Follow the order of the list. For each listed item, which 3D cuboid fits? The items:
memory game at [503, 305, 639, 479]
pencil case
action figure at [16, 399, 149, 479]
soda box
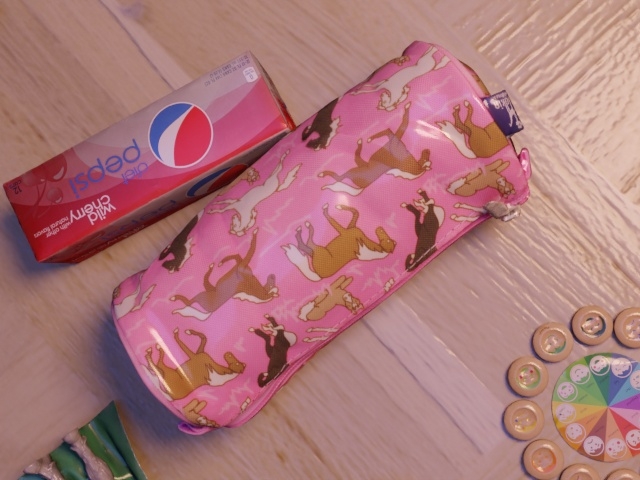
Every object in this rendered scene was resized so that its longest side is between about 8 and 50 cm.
[{"bbox_3d":[0.258,0.150,0.779,0.186,0.012,0.186,-1,86,8],"label":"memory game"},{"bbox_3d":[0.000,0.000,0.757,0.386,0.160,0.167,-38,37,4],"label":"pencil case"},{"bbox_3d":[-0.180,0.285,0.814,0.137,0.063,0.232,-41,85,1],"label":"action figure"},{"bbox_3d":[-0.153,-0.072,0.813,0.263,0.092,0.083,-28,84,6],"label":"soda box"}]
